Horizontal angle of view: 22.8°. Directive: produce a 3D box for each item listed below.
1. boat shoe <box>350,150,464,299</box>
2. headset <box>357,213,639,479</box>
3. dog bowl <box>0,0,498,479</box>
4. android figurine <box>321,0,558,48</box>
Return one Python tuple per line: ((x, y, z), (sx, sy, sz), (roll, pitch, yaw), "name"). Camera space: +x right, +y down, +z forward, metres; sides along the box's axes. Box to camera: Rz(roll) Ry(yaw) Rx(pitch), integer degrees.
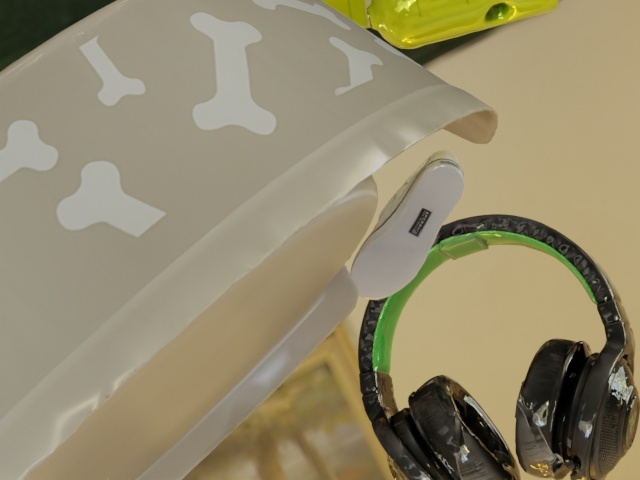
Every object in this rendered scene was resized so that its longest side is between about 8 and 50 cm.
((0.050, -0.010, 0.915), (0.100, 0.035, 0.035), (-59, -169, 24), "boat shoe")
((0.160, 0.166, 1.364), (0.243, 0.394, 0.185), (-19, 165, 18), "headset")
((-0.092, 0.041, 0.590), (0.349, 0.102, 0.349), (-42, 172, -7), "dog bowl")
((0.042, -0.200, 0.873), (0.272, 0.248, 0.056), (-13, 144, -3), "android figurine")
